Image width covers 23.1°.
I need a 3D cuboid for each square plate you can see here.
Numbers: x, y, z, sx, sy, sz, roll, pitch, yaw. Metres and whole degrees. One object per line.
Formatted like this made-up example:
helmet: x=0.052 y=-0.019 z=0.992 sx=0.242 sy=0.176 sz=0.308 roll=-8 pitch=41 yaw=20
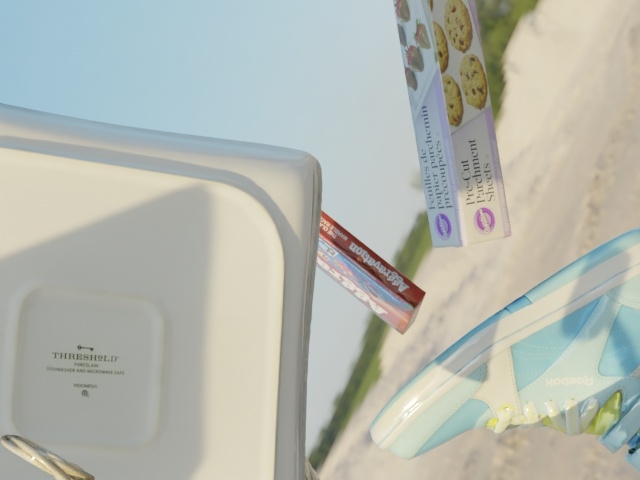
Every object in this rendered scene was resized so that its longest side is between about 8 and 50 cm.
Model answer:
square plate: x=-0.150 y=0.083 z=0.982 sx=0.049 sy=0.347 sz=0.344 roll=-19 pitch=66 yaw=60

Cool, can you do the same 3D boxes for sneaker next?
sneaker: x=0.219 y=0.149 z=1.386 sx=0.319 sy=0.208 sz=0.127 roll=-33 pitch=-9 yaw=-6

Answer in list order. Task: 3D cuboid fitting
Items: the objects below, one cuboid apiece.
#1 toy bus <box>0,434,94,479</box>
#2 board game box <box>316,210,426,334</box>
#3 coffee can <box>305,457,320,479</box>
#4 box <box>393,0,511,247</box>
toy bus: x=-0.050 y=0.182 z=0.651 sx=0.202 sy=0.191 sz=0.104 roll=13 pitch=73 yaw=59
board game box: x=0.000 y=0.000 z=1.824 sx=0.027 sy=0.281 sz=0.145 roll=-50 pitch=-9 yaw=-12
coffee can: x=-0.136 y=0.152 z=1.270 sx=0.275 sy=0.201 sz=0.201 roll=65 pitch=-144 yaw=-34
box: x=0.132 y=-0.156 z=1.614 sx=0.063 sy=0.067 sz=0.324 roll=-5 pitch=95 yaw=58
